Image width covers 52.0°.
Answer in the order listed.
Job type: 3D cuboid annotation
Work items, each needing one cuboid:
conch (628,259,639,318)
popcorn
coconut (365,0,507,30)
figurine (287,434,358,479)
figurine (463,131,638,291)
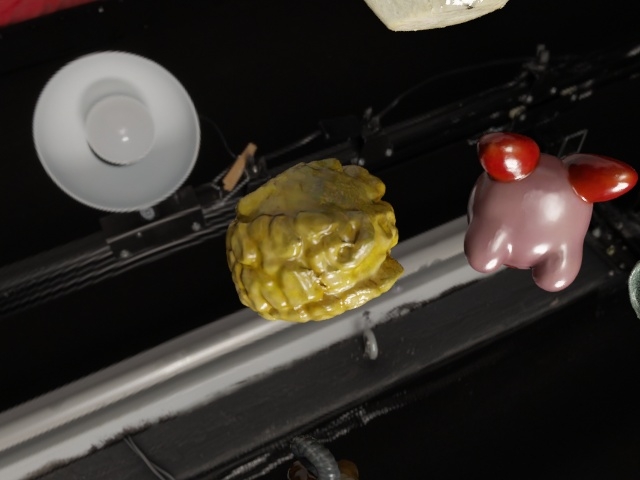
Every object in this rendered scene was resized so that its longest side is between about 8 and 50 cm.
[{"bbox_3d":[0.641,0.108,1.160,0.185,0.221,0.121,10,-148,35],"label":"conch"},{"bbox_3d":[0.000,0.000,0.882,0.250,0.190,0.250,2,-131,-3],"label":"popcorn"},{"bbox_3d":[0.102,-0.274,0.569,0.161,0.162,0.161,-10,-170,2],"label":"coconut"},{"bbox_3d":[0.044,0.405,0.626,0.186,0.261,0.382,0,-143,-13],"label":"figurine"},{"bbox_3d":[0.386,-0.070,1.200,0.269,0.261,0.211,13,-157,2],"label":"figurine"}]
